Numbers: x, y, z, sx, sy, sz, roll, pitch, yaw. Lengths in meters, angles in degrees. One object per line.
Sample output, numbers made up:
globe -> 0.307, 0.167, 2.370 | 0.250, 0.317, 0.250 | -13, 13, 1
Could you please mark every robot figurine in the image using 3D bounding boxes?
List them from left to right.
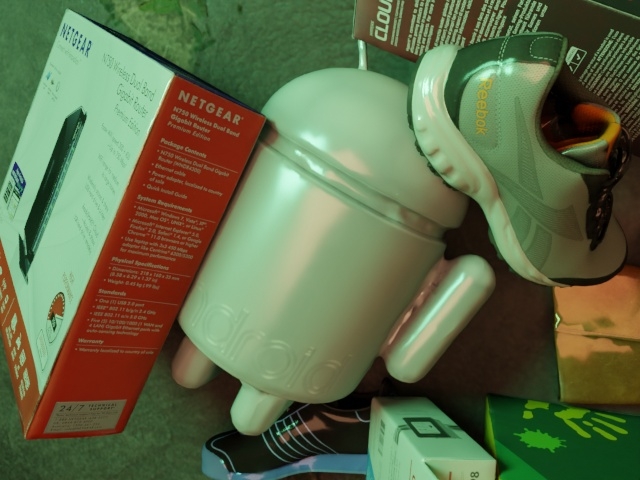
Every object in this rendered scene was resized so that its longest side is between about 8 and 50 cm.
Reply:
robot figurine -> 0.000, 0.000, 0.473 | 0.300, 0.200, 0.353 | 31, 102, 9

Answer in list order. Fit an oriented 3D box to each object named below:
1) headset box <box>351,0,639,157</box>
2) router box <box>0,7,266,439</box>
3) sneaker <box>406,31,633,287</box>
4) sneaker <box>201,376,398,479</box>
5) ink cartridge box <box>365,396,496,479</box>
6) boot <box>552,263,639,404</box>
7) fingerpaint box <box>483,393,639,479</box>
headset box -> 0.177, -0.223, 0.404 | 0.293, 0.110, 0.218 | 26, 67, 11
router box -> -0.223, -0.043, 0.506 | 0.335, 0.082, 0.301 | 38, 106, 45
sneaker -> 0.175, -0.040, 0.380 | 0.108, 0.271, 0.100 | -1, 61, 49
sneaker -> -0.023, 0.201, 0.565 | 0.232, 0.081, 0.090 | -8, 90, 9
ink cartridge box -> 0.089, 0.208, 0.429 | 0.060, 0.180, 0.104 | 4, 91, -9
boot -> 0.356, 0.031, 0.459 | 0.280, 0.096, 0.264 | 3, 97, 27
fingerpaint box -> 0.194, 0.398, 0.369 | 0.163, 0.371, 0.445 | 4, 95, 14
